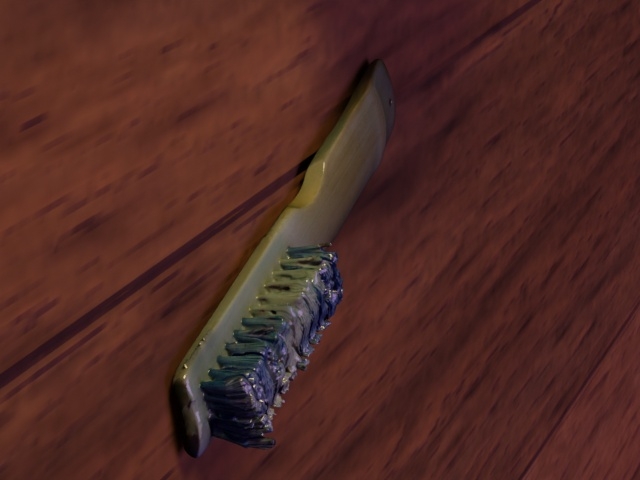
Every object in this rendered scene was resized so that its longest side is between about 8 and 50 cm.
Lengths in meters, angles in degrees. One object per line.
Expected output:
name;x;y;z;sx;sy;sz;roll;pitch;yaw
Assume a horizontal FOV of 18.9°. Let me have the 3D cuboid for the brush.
brush;0.000;0.000;0.615;0.178;0.030;0.033;-59;140;-46
